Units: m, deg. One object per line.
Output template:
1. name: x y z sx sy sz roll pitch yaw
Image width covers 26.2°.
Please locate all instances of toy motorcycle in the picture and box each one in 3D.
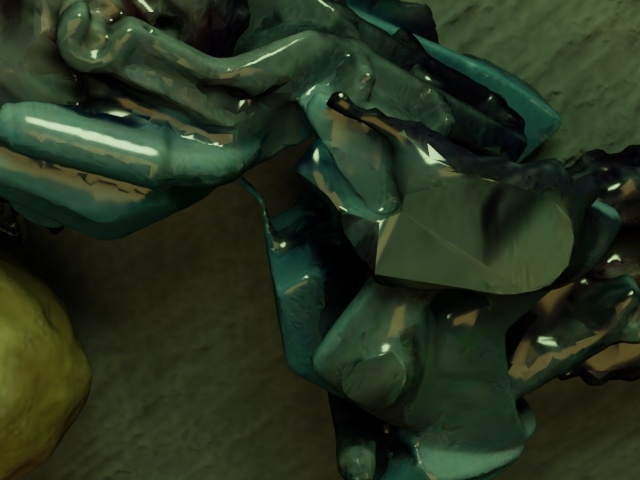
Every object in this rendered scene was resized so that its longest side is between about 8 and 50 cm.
1. toy motorcycle: 0.000 0.000 0.638 0.416 0.172 0.232 25 116 -26

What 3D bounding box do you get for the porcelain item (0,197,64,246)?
1. porcelain item: -0.155 -0.025 0.713 0.136 0.021 0.075 20 127 -13

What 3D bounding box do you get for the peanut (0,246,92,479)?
1. peanut: -0.279 0.031 0.634 0.387 0.169 0.192 20 142 -40
